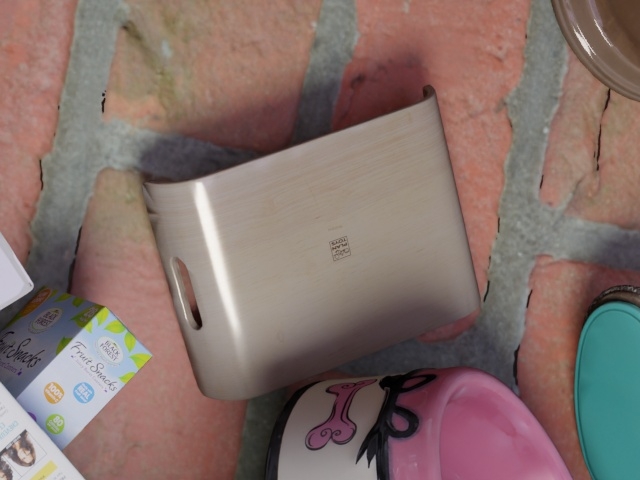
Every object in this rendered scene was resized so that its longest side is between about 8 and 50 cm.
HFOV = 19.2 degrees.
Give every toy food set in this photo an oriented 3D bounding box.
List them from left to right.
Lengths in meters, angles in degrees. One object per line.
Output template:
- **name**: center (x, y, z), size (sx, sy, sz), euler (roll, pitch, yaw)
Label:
- **toy food set**: center (0.000, 0.000, 1.794), size (0.306, 0.092, 0.219), euler (-20, 109, -19)

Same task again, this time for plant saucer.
- **plant saucer**: center (0.363, -0.278, 1.951), size (0.278, 0.041, 0.278), euler (0, 90, -22)

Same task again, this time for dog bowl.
- **dog bowl**: center (0.124, 0.291, 1.671), size (0.150, 0.408, 0.408), euler (-24, 103, 25)

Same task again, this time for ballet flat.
- **ballet flat**: center (0.361, 0.264, 1.912), size (0.182, 0.164, 0.483), euler (-17, 103, -42)

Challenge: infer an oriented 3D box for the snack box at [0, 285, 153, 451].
- **snack box**: center (-0.262, 0.140, 1.633), size (0.207, 0.174, 0.070), euler (-46, 111, -16)

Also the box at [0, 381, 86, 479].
- **box**: center (-0.260, 0.183, 1.501), size (0.100, 0.060, 0.244), euler (-42, 117, -14)

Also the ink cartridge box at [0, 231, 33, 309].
- **ink cartridge box**: center (-0.340, 0.044, 1.587), size (0.148, 0.203, 0.086), euler (-34, 100, -18)
